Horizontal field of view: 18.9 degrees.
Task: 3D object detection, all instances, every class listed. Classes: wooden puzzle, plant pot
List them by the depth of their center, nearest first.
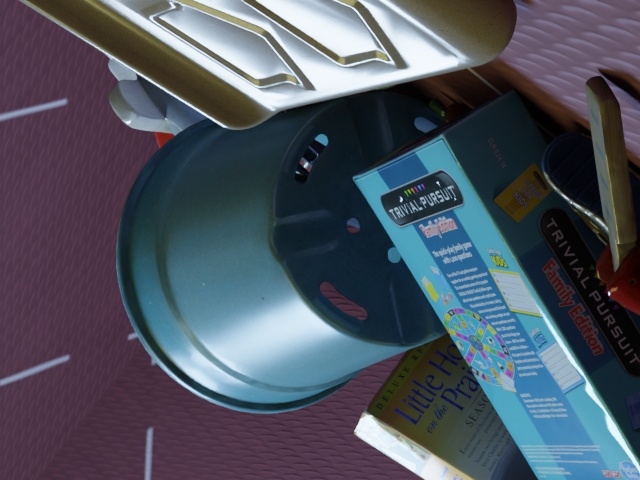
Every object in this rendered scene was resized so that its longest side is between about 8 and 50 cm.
[{"bbox_3d":[-0.077,-0.205,1.303,0.322,0.080,0.348,31,158,-25],"label":"wooden puzzle"},{"bbox_3d":[0.000,0.000,1.996,0.341,0.341,0.334,38,159,-14],"label":"plant pot"}]

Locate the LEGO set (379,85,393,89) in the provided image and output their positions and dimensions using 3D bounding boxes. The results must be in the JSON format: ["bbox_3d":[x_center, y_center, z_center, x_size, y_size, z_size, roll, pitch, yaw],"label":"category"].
[{"bbox_3d":[-0.011,-0.160,1.814,0.244,0.183,0.060,-174,73,-79],"label":"LEGO set"}]

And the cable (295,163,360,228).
[{"bbox_3d":[0.010,-0.091,2.372,0.184,0.047,0.150,20,-140,-38],"label":"cable"}]

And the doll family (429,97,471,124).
[{"bbox_3d":[0.168,-0.054,1.779,0.193,0.076,0.111,33,173,8],"label":"doll family"}]

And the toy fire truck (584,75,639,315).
[{"bbox_3d":[0.255,0.023,1.238,0.246,0.158,0.217,28,-178,-18],"label":"toy fire truck"}]

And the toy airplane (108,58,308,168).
[{"bbox_3d":[-0.127,-0.162,2.559,0.384,0.272,0.386,51,-152,-31],"label":"toy airplane"}]

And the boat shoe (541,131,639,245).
[{"bbox_3d":[0.247,-0.013,1.471,0.183,0.066,0.066,48,-176,8],"label":"boat shoe"}]

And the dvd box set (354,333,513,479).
[{"bbox_3d":[0.289,0.212,2.125,0.420,0.307,0.062,31,141,9],"label":"dvd box set"}]

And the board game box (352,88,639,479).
[{"bbox_3d":[0.179,0.053,1.627,0.336,0.079,0.254,59,164,-3],"label":"board game box"}]

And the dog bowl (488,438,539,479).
[{"bbox_3d":[0.302,0.211,1.804,0.102,0.349,0.349,52,174,-15],"label":"dog bowl"}]

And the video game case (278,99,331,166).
[{"bbox_3d":[-0.064,-0.191,2.288,0.274,0.026,0.196,38,-157,-36],"label":"video game case"}]
